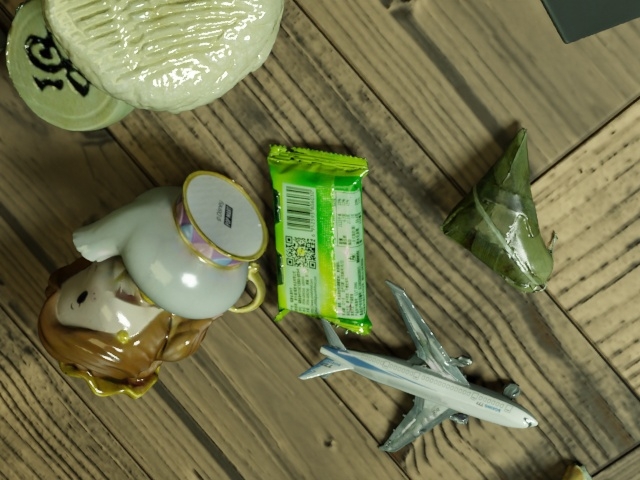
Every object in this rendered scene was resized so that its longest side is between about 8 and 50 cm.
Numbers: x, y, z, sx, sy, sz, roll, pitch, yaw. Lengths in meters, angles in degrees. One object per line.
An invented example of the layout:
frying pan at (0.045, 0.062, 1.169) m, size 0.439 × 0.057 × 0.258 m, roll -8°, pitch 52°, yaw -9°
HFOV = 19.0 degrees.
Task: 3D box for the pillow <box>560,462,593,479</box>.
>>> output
pillow at (0.223, 0.410, 1.745) m, size 0.119 × 0.312 × 0.310 m, roll 11°, pitch 125°, yaw -29°

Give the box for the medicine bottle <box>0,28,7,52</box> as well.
medicine bottle at (-0.391, -0.147, 1.902) m, size 0.221 × 0.061 × 0.092 m, roll -43°, pitch 71°, yaw 32°

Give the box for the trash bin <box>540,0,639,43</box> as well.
trash bin at (0.219, -0.290, 1.520) m, size 0.165 × 0.115 × 0.225 m, roll -19°, pitch 104°, yaw 31°

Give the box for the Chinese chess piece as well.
Chinese chess piece at (-0.228, -0.174, 1.810) m, size 0.144 × 0.058 × 0.144 m, roll 10°, pitch 115°, yaw 22°

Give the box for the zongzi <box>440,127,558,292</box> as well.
zongzi at (0.183, -0.022, 1.690) m, size 0.109 × 0.055 × 0.119 m, roll 40°, pitch 111°, yaw 2°

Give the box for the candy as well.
candy at (0.001, 0.000, 1.794) m, size 0.102 × 0.032 × 0.178 m, roll 6°, pitch 114°, yaw 20°

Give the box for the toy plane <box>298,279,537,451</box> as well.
toy plane at (0.095, 0.132, 1.784) m, size 0.226 × 0.058 × 0.226 m, roll 11°, pitch 133°, yaw 12°

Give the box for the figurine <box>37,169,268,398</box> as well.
figurine at (-0.167, 0.049, 1.833) m, size 0.189 × 0.142 × 0.263 m, roll 35°, pitch 125°, yaw -20°

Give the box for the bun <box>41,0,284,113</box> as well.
bun at (-0.135, -0.227, 1.698) m, size 0.220 × 0.134 × 0.220 m, roll -2°, pitch 108°, yaw -7°
